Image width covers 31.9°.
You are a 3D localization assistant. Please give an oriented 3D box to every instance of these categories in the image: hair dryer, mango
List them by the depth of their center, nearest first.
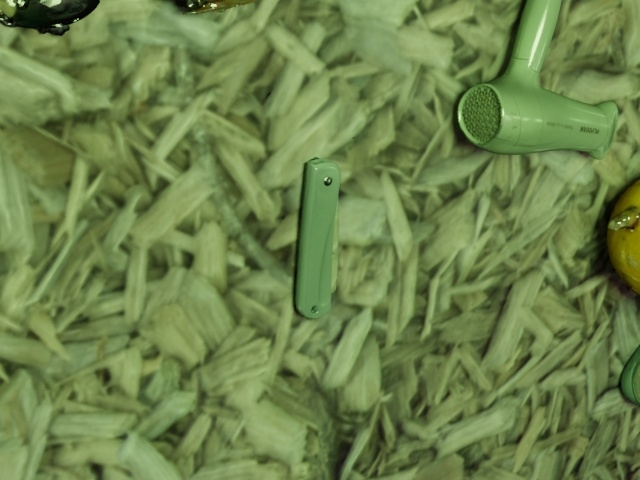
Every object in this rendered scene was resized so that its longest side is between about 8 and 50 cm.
[{"bbox_3d":[0.240,-0.200,1.120,0.206,0.075,0.237,-2,104,-40],"label":"hair dryer"},{"bbox_3d":[0.438,-0.009,1.286,0.317,0.119,0.176,-3,104,-35],"label":"mango"}]

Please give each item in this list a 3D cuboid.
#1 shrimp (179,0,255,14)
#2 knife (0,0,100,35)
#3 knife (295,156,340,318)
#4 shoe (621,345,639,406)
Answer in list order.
[{"bbox_3d":[-0.058,-0.240,0.912,0.180,0.041,0.099,-32,124,-16],"label":"shrimp"},{"bbox_3d":[-0.146,-0.318,0.821,0.089,0.043,0.365,18,100,-38],"label":"knife"},{"bbox_3d":[0.000,0.000,1.068,0.044,0.023,0.162,-7,115,-28],"label":"knife"},{"bbox_3d":[0.483,0.118,1.384,0.251,0.100,0.103,-46,126,-4],"label":"shoe"}]
